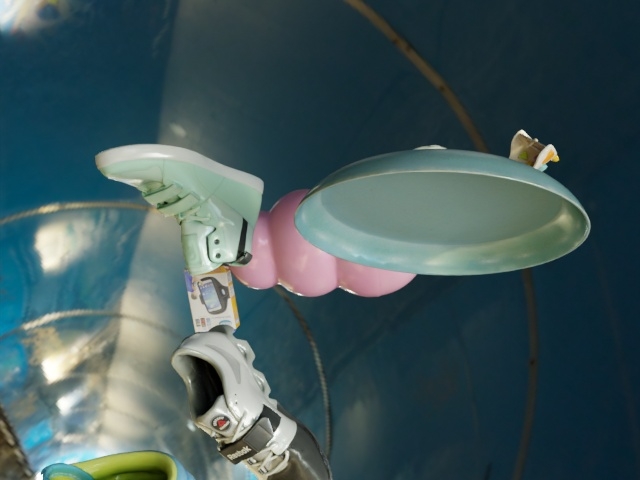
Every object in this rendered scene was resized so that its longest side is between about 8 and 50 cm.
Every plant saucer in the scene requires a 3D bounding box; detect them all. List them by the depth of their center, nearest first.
[{"bbox_3d":[0.130,-0.028,0.945,0.317,0.044,0.317,5,-19,2],"label":"plant saucer"}]

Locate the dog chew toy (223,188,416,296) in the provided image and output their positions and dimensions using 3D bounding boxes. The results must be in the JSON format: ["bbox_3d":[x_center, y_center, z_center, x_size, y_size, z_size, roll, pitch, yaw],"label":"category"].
[{"bbox_3d":[0.000,0.000,1.406,0.206,0.332,0.207,-7,90,-88],"label":"dog chew toy"}]

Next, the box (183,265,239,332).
[{"bbox_3d":[-0.196,0.111,1.559,0.081,0.028,0.136,-7,-81,14],"label":"box"}]

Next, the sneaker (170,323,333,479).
[{"bbox_3d":[-0.117,0.283,1.292,0.330,0.122,0.146,51,22,14],"label":"sneaker"}]

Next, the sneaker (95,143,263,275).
[{"bbox_3d":[-0.184,-0.035,1.149,0.256,0.151,0.094,15,-17,-39],"label":"sneaker"}]

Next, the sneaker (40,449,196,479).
[{"bbox_3d":[-0.200,0.283,0.628,0.127,0.319,0.208,19,-37,46],"label":"sneaker"}]

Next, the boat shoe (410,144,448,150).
[{"bbox_3d":[0.180,-0.073,1.116,0.079,0.233,0.084,28,-70,46],"label":"boat shoe"}]

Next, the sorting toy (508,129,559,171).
[{"bbox_3d":[0.301,-0.114,1.265,0.045,0.075,0.083,43,4,-28],"label":"sorting toy"}]
